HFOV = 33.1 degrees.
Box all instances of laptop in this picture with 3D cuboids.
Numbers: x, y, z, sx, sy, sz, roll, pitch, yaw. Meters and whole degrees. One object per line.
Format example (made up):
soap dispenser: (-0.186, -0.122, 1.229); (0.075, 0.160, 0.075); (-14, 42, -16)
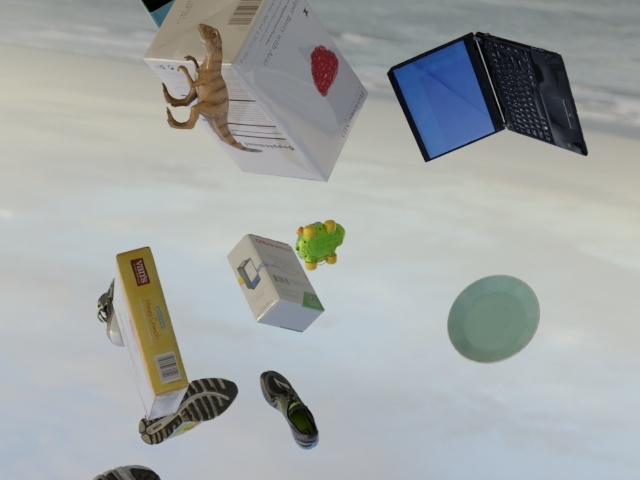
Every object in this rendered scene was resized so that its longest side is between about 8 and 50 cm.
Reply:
laptop: (0.279, -0.213, 1.785); (0.264, 0.136, 0.234); (26, 158, 39)

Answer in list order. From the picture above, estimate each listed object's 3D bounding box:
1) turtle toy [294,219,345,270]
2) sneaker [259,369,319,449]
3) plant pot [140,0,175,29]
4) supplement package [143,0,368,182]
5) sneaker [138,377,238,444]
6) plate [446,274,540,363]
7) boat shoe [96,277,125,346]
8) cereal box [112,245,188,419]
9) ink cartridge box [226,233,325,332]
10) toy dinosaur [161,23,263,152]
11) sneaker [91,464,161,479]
turtle toy: (0.000, 0.000, 2.157); (0.130, 0.095, 0.066); (-16, -155, -33)
sneaker: (-0.057, 0.340, 2.222); (0.067, 0.078, 0.188); (-25, -113, -26)
plant pot: (-0.259, -0.458, 2.191); (0.165, 0.234, 0.166); (-30, -128, -5)
supplement package: (-0.086, -0.243, 1.606); (0.175, 0.177, 0.293); (9, 155, 35)
sneaker: (-0.245, 0.318, 2.061); (0.208, 0.081, 0.094); (-26, 169, 13)
plate: (0.334, 0.154, 2.075); (0.188, 0.188, 0.024); (14, 160, 36)
boat shoe: (-0.350, 0.123, 1.871); (0.070, 0.078, 0.219); (-5, -159, 2)
cereal box: (-0.213, 0.122, 1.330); (0.047, 0.173, 0.240); (-15, 167, -16)
ink cartridge box: (-0.105, 0.098, 2.505); (0.154, 0.093, 0.212); (17, -144, -45)
toy dinosaur: (-0.144, -0.174, 1.405); (0.112, 0.211, 0.064); (-12, -140, -2)
sneaker: (-0.418, 0.505, 1.940); (0.292, 0.110, 0.118); (-29, 166, -25)
